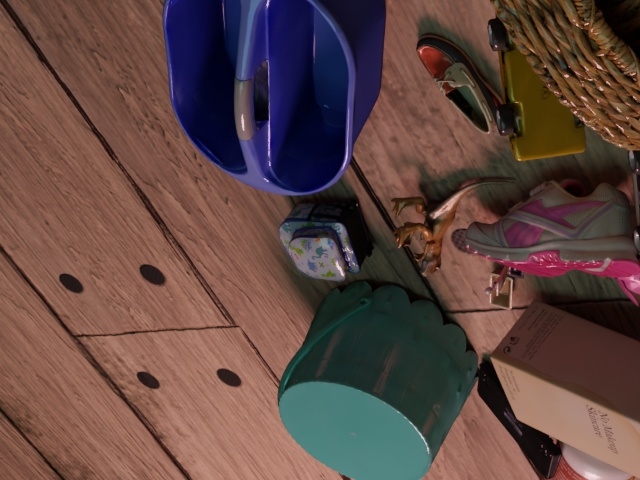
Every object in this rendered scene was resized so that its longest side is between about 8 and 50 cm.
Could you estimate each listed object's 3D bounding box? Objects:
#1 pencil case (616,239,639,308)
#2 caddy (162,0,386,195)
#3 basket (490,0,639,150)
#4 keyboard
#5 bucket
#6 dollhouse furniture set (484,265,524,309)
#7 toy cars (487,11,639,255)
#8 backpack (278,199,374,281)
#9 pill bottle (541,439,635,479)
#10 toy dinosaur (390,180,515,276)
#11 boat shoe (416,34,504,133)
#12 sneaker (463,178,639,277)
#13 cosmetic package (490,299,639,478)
[{"bbox_3d":[0.438,0.081,1.511,0.095,0.098,0.209,-38,111,8],"label":"pencil case"},{"bbox_3d":[-0.059,-0.203,1.442,0.241,0.179,0.341,17,140,15],"label":"caddy"},{"bbox_3d":[0.308,-0.250,1.127,0.299,0.213,0.223,46,140,-20],"label":"basket"},{"bbox_3d":[0.287,0.252,1.767,0.180,0.023,0.108,51,159,33],"label":"keyboard"},{"bbox_3d":[0.080,0.219,1.808,0.281,0.183,0.281,18,140,16],"label":"bucket"},{"bbox_3d":[0.252,0.072,1.619,0.091,0.081,0.114,15,139,19],"label":"dollhouse furniture set"},{"bbox_3d":[0.314,-0.122,1.354,0.393,0.087,0.176,40,99,-11],"label":"toy cars"},{"bbox_3d":[0.000,0.000,1.701,0.114,0.084,0.105,6,133,32],"label":"backpack"},{"bbox_3d":[0.396,0.316,1.761,0.121,0.121,0.216,20,141,12],"label":"pill bottle"},{"bbox_3d":[0.155,-0.034,1.599,0.112,0.064,0.211,-1,146,-20],"label":"toy dinosaur"},{"bbox_3d":[0.161,-0.183,1.432,0.137,0.043,0.049,44,142,-15],"label":"boat shoe"},{"bbox_3d":[0.285,-0.018,1.494,0.103,0.111,0.252,17,169,-42],"label":"sneaker"},{"bbox_3d":[0.387,0.209,1.575,0.309,0.113,0.160,23,153,42],"label":"cosmetic package"}]
